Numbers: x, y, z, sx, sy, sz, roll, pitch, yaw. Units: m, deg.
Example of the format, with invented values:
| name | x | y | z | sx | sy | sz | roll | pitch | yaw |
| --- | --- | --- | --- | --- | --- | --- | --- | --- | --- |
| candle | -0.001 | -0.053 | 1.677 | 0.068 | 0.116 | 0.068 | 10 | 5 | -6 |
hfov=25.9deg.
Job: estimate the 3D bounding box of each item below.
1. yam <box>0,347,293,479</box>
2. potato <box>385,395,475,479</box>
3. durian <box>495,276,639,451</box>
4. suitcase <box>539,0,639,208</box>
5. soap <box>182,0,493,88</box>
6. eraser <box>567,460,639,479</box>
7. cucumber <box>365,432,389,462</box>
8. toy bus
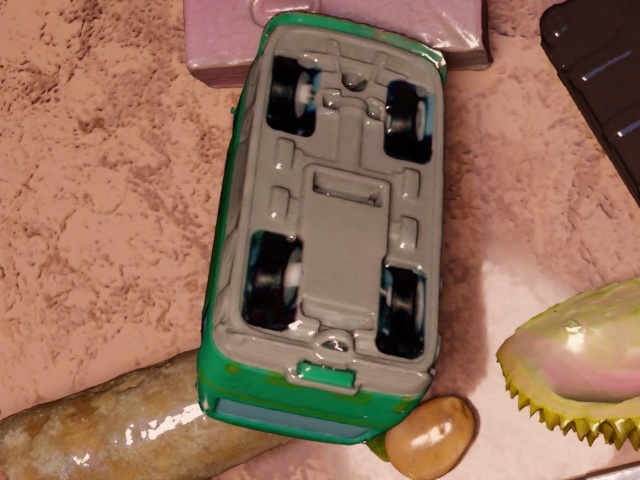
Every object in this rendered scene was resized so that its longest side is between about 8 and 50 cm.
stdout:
| name | x | y | z | sx | sy | sz | roll | pitch | yaw |
| --- | --- | --- | --- | --- | --- | --- | --- | --- | --- |
| yam | -0.132 | 0.169 | 1.281 | 0.330 | 0.133 | 0.133 | -22 | 81 | 4 |
| potato | 0.100 | 0.178 | 1.260 | 0.068 | 0.062 | 0.083 | 42 | 120 | -16 |
| durian | 0.323 | 0.082 | 1.180 | 0.351 | 0.158 | 0.169 | -24 | 75 | 12 |
| suitcase | 0.335 | -0.128 | 1.199 | 0.206 | 0.066 | 0.286 | -29 | 62 | 8 |
| soap | 0.015 | -0.299 | 1.303 | 0.285 | 0.107 | 0.296 | -4 | 85 | 9 |
| eraser | 0.321 | 0.233 | 1.214 | 0.225 | 0.052 | 0.096 | -16 | 84 | 10 |
| cucumber | 0.043 | 0.123 | 1.290 | 0.039 | 0.039 | 0.168 | -9 | 85 | 11 |
| toy bus | 0.000 | 0.000 | 1.178 | 0.183 | 0.199 | 0.344 | 13 | 55 | -10 |
